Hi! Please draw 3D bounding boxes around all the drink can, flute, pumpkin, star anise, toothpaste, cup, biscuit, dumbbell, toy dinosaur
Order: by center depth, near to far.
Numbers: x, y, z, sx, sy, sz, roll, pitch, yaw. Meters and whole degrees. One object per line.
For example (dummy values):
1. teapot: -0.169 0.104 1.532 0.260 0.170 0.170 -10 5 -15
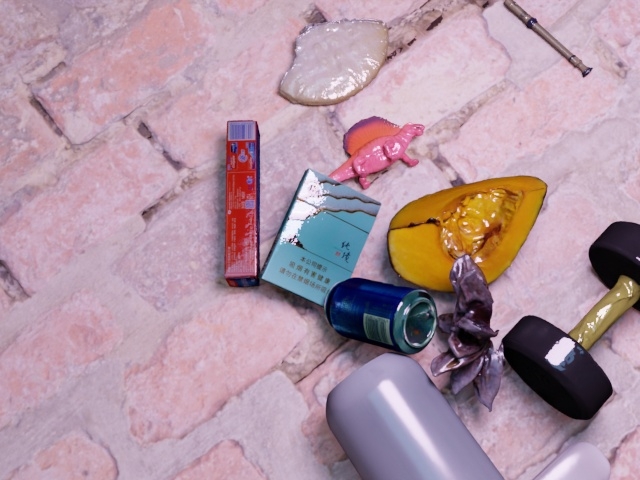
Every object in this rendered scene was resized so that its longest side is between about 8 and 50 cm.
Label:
1. cup: 0.157 0.358 1.616 0.205 0.205 0.312 -32 74 -7
2. star anise: 0.261 0.162 1.645 0.129 0.283 0.212 2 45 7
3. dumbbell: 0.497 0.139 1.667 0.204 0.204 0.322 43 80 13
4. drink can: 0.106 0.132 1.685 0.205 0.118 0.118 11 69 47
5. pumpkin: 0.281 -0.011 1.779 0.312 0.148 0.169 -15 112 6
6. toothpaste: -0.150 -0.073 1.821 0.066 0.076 0.321 -1 73 2
7. toy dinosaur: 0.070 -0.174 1.856 0.286 0.070 0.139 -27 63 1
8. biscuit: 0.025 -0.377 1.922 0.265 0.040 0.188 -39 78 -9
9. flute: 0.464 -0.420 1.924 0.027 0.027 0.233 -42 76 -9

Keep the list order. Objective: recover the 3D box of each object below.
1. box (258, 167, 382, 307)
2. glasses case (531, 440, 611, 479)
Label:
1. box: 0.000 -0.001 1.772 0.162 0.041 0.229 26 81 -14
2. glasses case: 0.411 0.451 1.652 0.233 0.059 0.092 -42 75 -9
